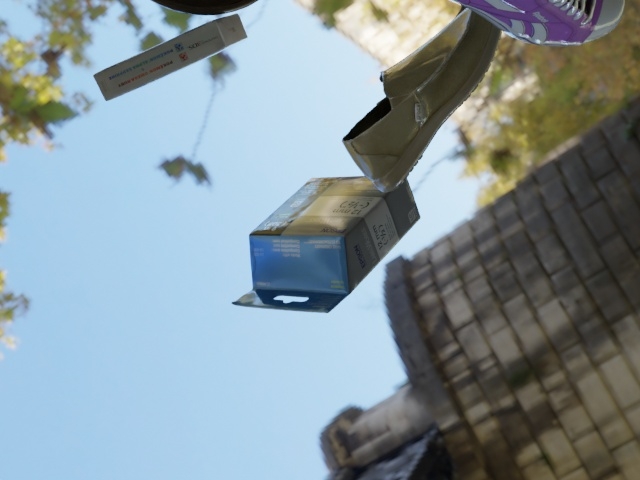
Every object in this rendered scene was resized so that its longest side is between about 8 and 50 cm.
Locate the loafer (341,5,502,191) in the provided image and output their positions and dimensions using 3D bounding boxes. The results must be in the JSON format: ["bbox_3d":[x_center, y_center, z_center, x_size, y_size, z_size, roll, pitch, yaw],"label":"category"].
[{"bbox_3d":[0.116,-0.180,1.334,0.092,0.268,0.102,29,-162,-13],"label":"loafer"}]

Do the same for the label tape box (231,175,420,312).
[{"bbox_3d":[0.000,0.000,2.261,0.347,0.249,0.115,-42,-58,-41],"label":"label tape box"}]

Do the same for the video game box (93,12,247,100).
[{"bbox_3d":[-0.207,-0.263,1.631,0.048,0.187,0.205,64,-169,-10],"label":"video game box"}]

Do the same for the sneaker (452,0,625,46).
[{"bbox_3d":[0.234,-0.250,1.124,0.282,0.102,0.161,5,-175,-36],"label":"sneaker"}]

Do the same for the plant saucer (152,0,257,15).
[{"bbox_3d":[-0.181,-0.442,1.655,0.278,0.278,0.041,60,158,10],"label":"plant saucer"}]
